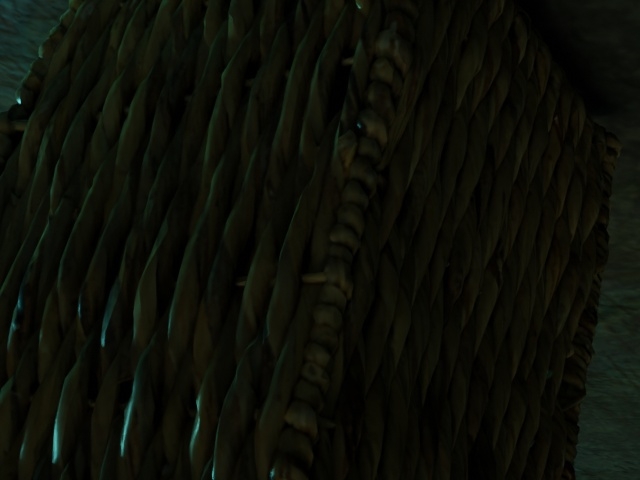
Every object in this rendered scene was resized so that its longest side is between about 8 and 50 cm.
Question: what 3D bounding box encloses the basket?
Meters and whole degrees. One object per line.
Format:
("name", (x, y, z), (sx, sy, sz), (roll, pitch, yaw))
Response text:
("basket", (-0.015, 0.026, 0.514), (0.213, 0.299, 0.223), (-3, 151, 33))
